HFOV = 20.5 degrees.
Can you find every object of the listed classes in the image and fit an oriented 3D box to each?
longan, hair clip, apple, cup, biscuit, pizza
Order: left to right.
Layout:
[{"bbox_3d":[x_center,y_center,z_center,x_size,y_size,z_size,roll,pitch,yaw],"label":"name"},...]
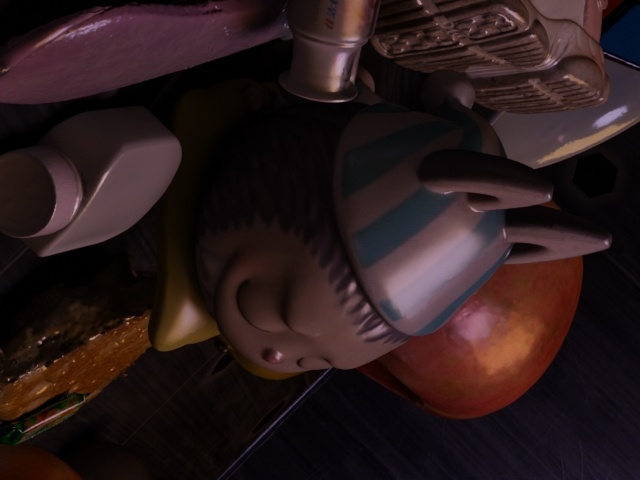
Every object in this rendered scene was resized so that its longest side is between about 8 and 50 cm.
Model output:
[{"bbox_3d":[-0.258,0.167,1.651,0.089,0.016,0.046,-27,168,-35],"label":"biscuit"},{"bbox_3d":[-0.228,0.088,1.658,0.223,0.089,0.323,-37,171,-1],"label":"pizza"},{"bbox_3d":[-0.284,0.341,2.234,0.167,0.167,0.187,-34,140,-48],"label":"longan"},{"bbox_3d":[-0.112,-0.152,1.258,0.358,0.110,0.096,-30,121,-44],"label":"hair clip"},{"bbox_3d":[0.166,0.047,2.347,0.364,0.364,0.364,-44,170,-10],"label":"apple"},{"bbox_3d":[0.308,-0.240,2.173,0.347,0.163,0.347,-24,161,-9],"label":"cup"}]

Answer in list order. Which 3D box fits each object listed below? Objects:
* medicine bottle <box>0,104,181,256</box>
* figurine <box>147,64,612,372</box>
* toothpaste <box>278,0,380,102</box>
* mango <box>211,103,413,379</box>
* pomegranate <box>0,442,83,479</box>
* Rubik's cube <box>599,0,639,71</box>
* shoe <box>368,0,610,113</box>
[{"bbox_3d":[-0.186,-0.044,1.366,0.119,0.069,0.183,-48,171,20],"label":"medicine bottle"},{"bbox_3d":[0.080,-0.014,1.564,0.361,0.377,0.266,-43,140,-53],"label":"figurine"},{"bbox_3d":[0.028,-0.254,1.220,0.100,0.066,0.323,-28,136,-54],"label":"toothpaste"},{"bbox_3d":[0.000,0.000,1.950,0.365,0.182,0.253,-51,168,29],"label":"mango"},{"bbox_3d":[-0.325,0.319,1.861,0.209,0.209,0.209,-44,170,-10],"label":"pomegranate"},{"bbox_3d":[0.215,-0.262,1.888,0.234,0.250,0.284,-8,150,-42],"label":"Rubik's cube"},{"bbox_3d":[0.161,-0.256,1.713,0.351,0.172,0.198,28,64,-56],"label":"shoe"}]
